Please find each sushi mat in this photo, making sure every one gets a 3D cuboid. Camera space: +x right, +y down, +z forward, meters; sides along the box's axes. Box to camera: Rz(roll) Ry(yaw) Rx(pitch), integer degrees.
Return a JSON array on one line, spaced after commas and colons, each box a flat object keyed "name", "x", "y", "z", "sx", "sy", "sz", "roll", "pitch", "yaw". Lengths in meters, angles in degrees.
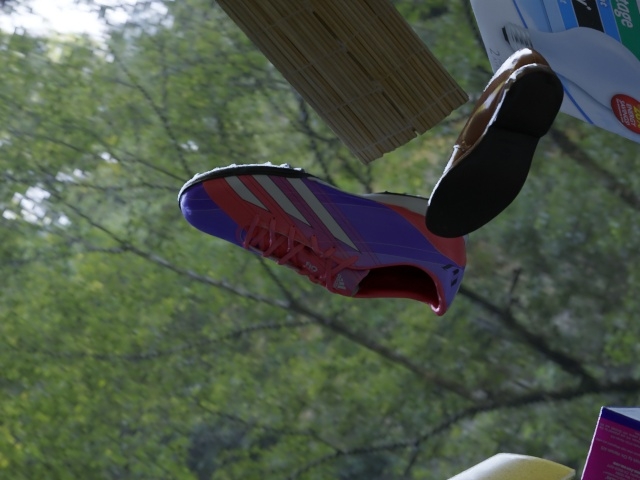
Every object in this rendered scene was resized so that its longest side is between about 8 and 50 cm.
[{"name": "sushi mat", "x": 0.019, "y": -0.216, "z": 1.593, "sx": 0.151, "sy": 0.019, "sz": 0.316, "roll": -30, "pitch": -54, "yaw": 20}]

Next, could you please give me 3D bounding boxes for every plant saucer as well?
[{"name": "plant saucer", "x": 0.120, "y": 0.392, "z": 1.877, "sx": 0.332, "sy": 0.081, "sz": 0.333, "roll": -20, "pitch": -22, "yaw": -37}]

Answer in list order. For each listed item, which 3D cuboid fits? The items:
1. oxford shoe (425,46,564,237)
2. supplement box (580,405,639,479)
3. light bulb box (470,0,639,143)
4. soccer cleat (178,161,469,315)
[{"name": "oxford shoe", "x": 0.166, "y": -0.093, "z": 1.424, "sx": 0.076, "sy": 0.076, "sz": 0.212, "roll": 20, "pitch": -59, "yaw": -20}, {"name": "supplement box", "x": 0.367, "y": 0.316, "z": 1.715, "sx": 0.111, "sy": 0.114, "sz": 0.220, "roll": 9, "pitch": -81, "yaw": -54}, {"name": "light bulb box", "x": 0.380, "y": -0.329, "z": 1.822, "sx": 0.225, "sy": 0.361, "sz": 0.358, "roll": -44, "pitch": -45, "yaw": -18}, {"name": "soccer cleat", "x": 0.000, "y": 0.000, "z": 1.570, "sx": 0.109, "sy": 0.318, "sz": 0.116, "roll": 103, "pitch": 177, "yaw": -56}]
